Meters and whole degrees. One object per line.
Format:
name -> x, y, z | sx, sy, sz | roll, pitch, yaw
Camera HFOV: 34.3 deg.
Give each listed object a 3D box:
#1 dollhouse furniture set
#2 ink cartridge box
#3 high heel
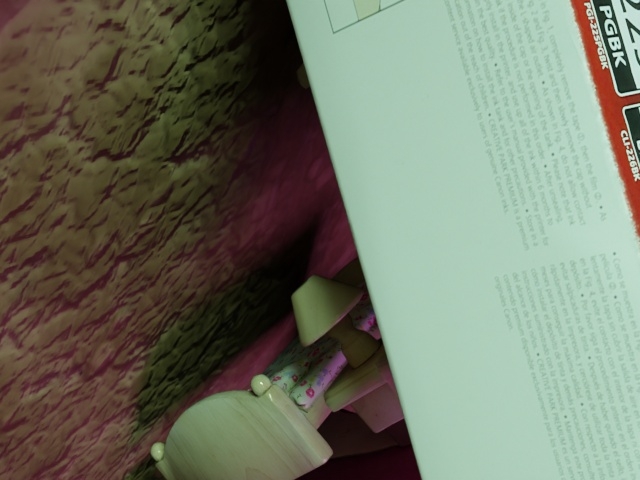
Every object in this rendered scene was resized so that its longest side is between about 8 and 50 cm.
dollhouse furniture set -> 0.000, 0.000, 0.694 | 0.355, 0.174, 0.303 | -38, -175, 43
ink cartridge box -> 0.137, -0.057, 0.469 | 0.130, 0.310, 0.271 | -16, 180, 44
high heel -> 0.059, 0.217, 0.899 | 0.127, 0.181, 0.377 | -46, 172, -34
